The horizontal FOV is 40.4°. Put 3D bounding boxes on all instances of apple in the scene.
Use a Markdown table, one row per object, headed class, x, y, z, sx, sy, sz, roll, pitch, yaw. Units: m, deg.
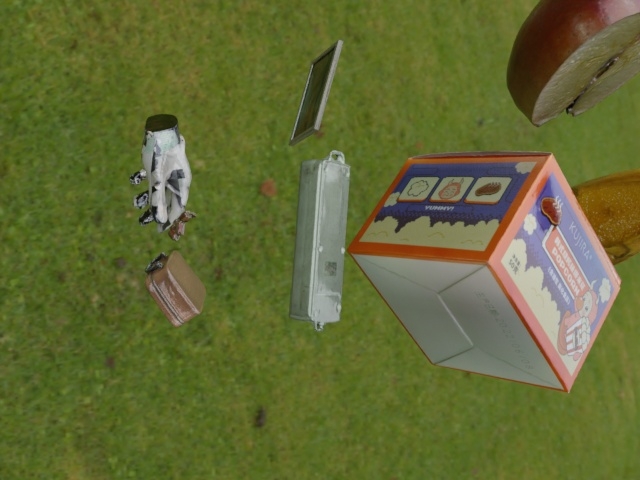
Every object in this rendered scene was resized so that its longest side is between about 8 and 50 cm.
| class | x | y | z | sx | sy | sz | roll | pitch | yaw |
| --- | --- | --- | --- | --- | --- | --- | --- | --- | --- |
| apple | 0.544 | -0.376 | 1.725 | 0.328 | 0.365 | 0.295 | 23 | 53 | -12 |

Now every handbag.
| class | x | y | z | sx | sy | sz | roll | pitch | yaw |
| --- | --- | --- | --- | --- | --- | --- | --- | --- | --- |
| handbag | -0.329 | 0.104 | 1.966 | 0.151 | 0.072 | 0.193 | 56 | 8 | -16 |

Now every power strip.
| class | x | y | z | sx | sy | sz | roll | pitch | yaw |
| --- | --- | --- | --- | --- | --- | --- | --- | --- | --- |
| power strip | 0.000 | 0.000 | 1.317 | 0.078 | 0.052 | 0.272 | 7 | 85 | -51 |

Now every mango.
| class | x | y | z | sx | sy | sz | roll | pitch | yaw |
| --- | --- | --- | --- | --- | --- | --- | --- | --- | --- |
| mango | 0.596 | -0.056 | 1.740 | 0.201 | 0.350 | 0.199 | 43 | 60 | -6 |

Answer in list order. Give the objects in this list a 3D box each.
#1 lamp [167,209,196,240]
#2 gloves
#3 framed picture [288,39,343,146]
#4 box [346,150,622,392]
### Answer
| class | x | y | z | sx | sy | sz | roll | pitch | yaw |
| --- | --- | --- | --- | --- | --- | --- | --- | --- | --- |
| lamp | -0.317 | -0.037 | 1.966 | 0.031 | 0.063 | 0.083 | 19 | 102 | -41 |
| gloves | -0.284 | -0.113 | 1.585 | 0.111 | 0.127 | 0.212 | -22 | 126 | -28 |
| framed picture | -0.014 | -0.375 | 2.229 | 0.016 | 0.184 | 0.250 | 20 | 76 | -20 |
| box | 0.296 | 0.047 | 1.548 | 0.349 | 0.318 | 0.257 | 52 | 59 | -31 |
